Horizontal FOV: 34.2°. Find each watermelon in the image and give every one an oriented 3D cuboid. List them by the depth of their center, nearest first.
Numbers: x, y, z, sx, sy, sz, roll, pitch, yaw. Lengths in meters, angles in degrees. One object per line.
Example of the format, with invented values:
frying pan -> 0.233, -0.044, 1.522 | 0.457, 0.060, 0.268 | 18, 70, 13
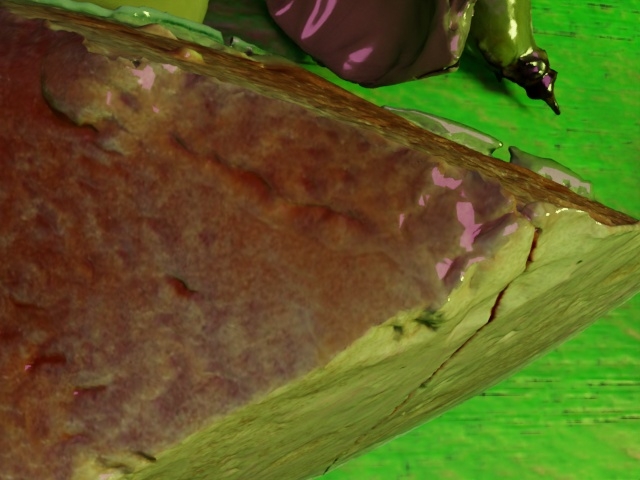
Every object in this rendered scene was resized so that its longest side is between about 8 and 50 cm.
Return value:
watermelon -> -0.028, -0.013, 0.461 | 0.319, 0.292, 0.222 | -33, 75, 18

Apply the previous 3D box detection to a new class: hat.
hat -> 0.058, -0.165, 0.572 | 0.147, 0.085, 0.175 | 44, 90, 14

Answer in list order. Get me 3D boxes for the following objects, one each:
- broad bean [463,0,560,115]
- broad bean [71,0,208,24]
broad bean -> 0.047, -0.215, 0.626 | 0.077, 0.061, 0.339 | -39, 86, 15
broad bean -> -0.164, -0.129, 0.506 | 0.263, 0.121, 0.189 | -38, 87, -26
